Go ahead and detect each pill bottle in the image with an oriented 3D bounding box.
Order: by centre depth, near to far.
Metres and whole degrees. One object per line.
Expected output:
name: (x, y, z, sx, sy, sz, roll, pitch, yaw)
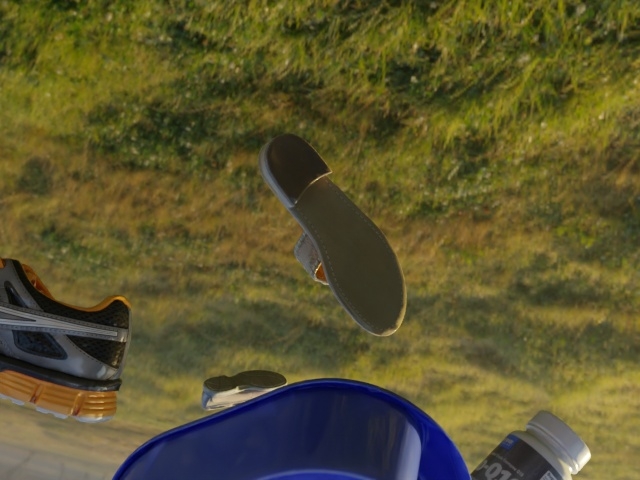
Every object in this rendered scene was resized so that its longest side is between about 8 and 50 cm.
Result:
pill bottle: (0.197, 0.239, 0.736, 0.078, 0.137, 0.078, 45, 167, 13)

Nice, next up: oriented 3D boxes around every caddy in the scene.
caddy: (-0.036, 0.258, 0.617, 0.341, 0.241, 0.179, -22, -171, 9)

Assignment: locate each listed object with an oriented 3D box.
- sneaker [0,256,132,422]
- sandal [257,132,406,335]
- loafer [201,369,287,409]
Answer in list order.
sneaker: (-0.220, 0.043, 0.468, 0.215, 0.083, 0.084, 22, 168, -10)
sandal: (0.005, -0.004, 0.810, 0.240, 0.088, 0.079, 57, 154, -10)
loafer: (-0.106, 0.206, 1.019, 0.125, 0.039, 0.045, 1, -153, -34)
